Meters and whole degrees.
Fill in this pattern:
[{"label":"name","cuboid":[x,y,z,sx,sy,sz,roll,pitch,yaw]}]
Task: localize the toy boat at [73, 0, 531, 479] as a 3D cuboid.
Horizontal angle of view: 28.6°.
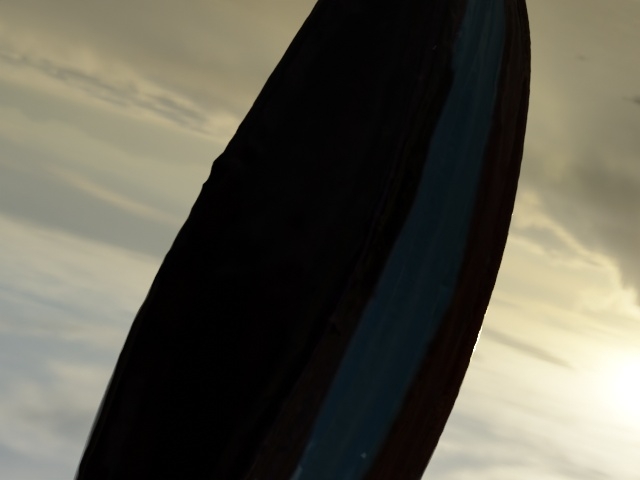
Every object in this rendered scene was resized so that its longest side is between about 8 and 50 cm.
[{"label":"toy boat","cuboid":[0.000,0.000,0.482,0.136,0.392,0.079,12,152,25]}]
